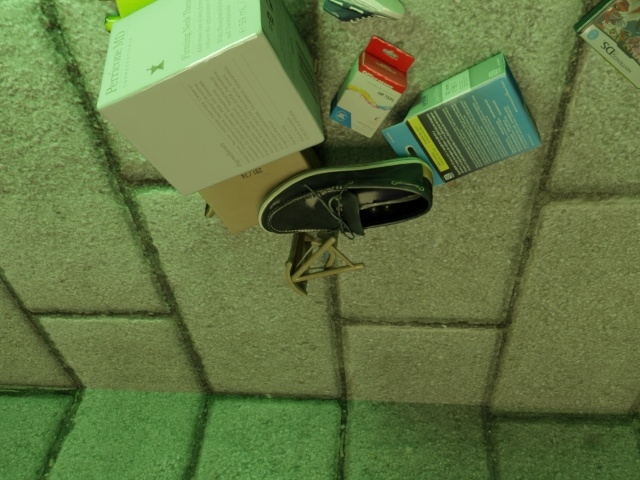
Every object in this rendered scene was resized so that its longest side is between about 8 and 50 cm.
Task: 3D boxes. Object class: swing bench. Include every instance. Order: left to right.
[{"bbox_3d":[0.000,0.000,1.817,0.254,0.253,0.165,-28,126,30],"label":"swing bench"}]

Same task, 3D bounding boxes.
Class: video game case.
[{"bbox_3d":[0.782,-0.518,1.341,0.248,0.035,0.275,30,132,-21],"label":"video game case"}]

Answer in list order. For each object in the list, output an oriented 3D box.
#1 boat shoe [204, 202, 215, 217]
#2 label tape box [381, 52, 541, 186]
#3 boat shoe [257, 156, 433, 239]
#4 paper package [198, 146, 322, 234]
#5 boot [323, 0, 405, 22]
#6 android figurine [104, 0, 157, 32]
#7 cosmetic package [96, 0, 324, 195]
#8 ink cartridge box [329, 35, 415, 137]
[{"bbox_3d":[-0.316,-0.137,1.855,0.072,0.068,0.190,14,137,-23],"label":"boat shoe"},{"bbox_3d":[0.376,-0.305,1.560,0.347,0.115,0.249,-20,129,30],"label":"label tape box"},{"bbox_3d":[0.070,-0.098,1.574,0.499,0.156,0.187,-11,136,4],"label":"boat shoe"},{"bbox_3d":[-0.186,-0.217,1.648,0.324,0.168,0.310,-22,130,13],"label":"paper package"},{"bbox_3d":[0.103,-0.554,1.378,0.189,0.069,0.086,24,141,-6],"label":"boot"},{"bbox_3d":[-0.407,-0.571,1.424,0.272,0.056,0.248,1,135,7],"label":"android figurine"},{"bbox_3d":[-0.240,-0.372,1.351,0.393,0.330,0.327,-20,141,15],"label":"cosmetic package"},{"bbox_3d":[0.134,-0.398,1.517,0.134,0.078,0.231,23,133,-15],"label":"ink cartridge box"}]
